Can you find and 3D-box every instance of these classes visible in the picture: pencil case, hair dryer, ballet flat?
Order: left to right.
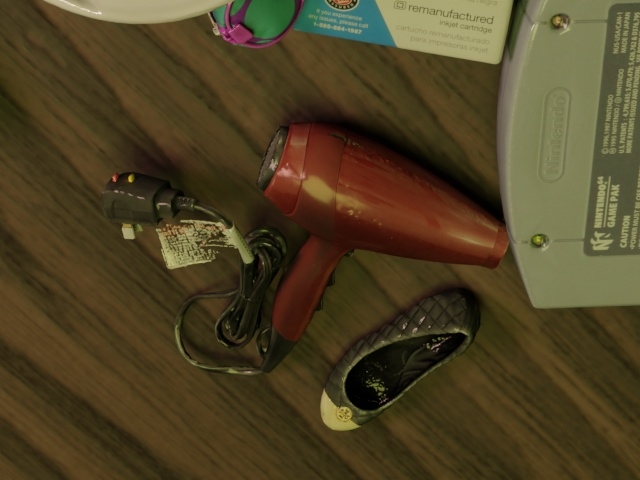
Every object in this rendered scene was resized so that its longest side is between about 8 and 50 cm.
[{"bbox_3d":[-0.080,-0.189,1.268,0.070,0.151,0.064,-43,143,-10],"label":"pencil case"},{"bbox_3d":[0.000,0.000,1.436,0.293,0.080,0.224,-6,138,20],"label":"hair dryer"},{"bbox_3d":[0.057,0.097,1.486,0.057,0.049,0.173,38,121,-14],"label":"ballet flat"}]

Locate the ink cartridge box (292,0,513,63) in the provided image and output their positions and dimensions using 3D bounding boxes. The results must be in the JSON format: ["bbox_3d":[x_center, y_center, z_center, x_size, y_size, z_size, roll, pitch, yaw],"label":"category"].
[{"bbox_3d":[0.067,-0.233,1.245,0.148,0.086,0.203,10,125,4],"label":"ink cartridge box"}]

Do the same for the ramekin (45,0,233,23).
[{"bbox_3d":[-0.103,-0.275,1.138,0.272,0.127,0.273,7,116,15],"label":"ramekin"}]

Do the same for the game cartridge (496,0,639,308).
[{"bbox_3d":[0.221,-0.085,1.313,0.196,0.060,0.294,-4,123,-8],"label":"game cartridge"}]
